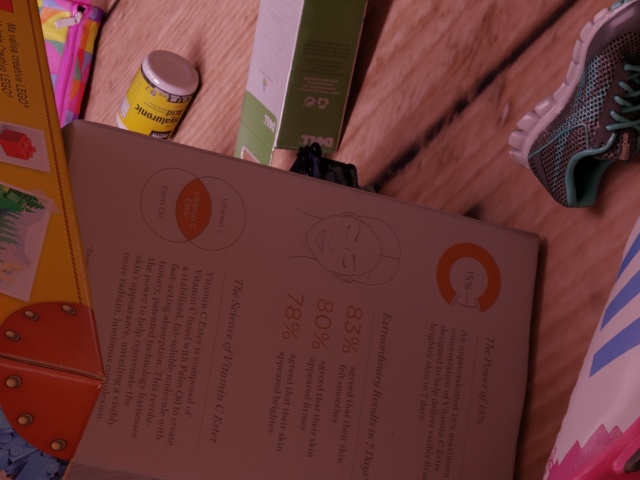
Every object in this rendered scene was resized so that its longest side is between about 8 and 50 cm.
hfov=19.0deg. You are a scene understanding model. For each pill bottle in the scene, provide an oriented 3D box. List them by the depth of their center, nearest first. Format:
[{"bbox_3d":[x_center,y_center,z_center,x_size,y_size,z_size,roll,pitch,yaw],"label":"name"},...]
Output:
[{"bbox_3d":[-0.181,-0.143,2.062,0.116,0.065,0.065,-57,30,36],"label":"pill bottle"}]

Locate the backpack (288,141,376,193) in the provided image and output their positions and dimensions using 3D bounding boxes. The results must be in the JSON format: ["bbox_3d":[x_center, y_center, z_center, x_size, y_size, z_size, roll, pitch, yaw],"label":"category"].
[{"bbox_3d":[0.000,0.000,1.563,0.105,0.084,0.114,-52,29,44],"label":"backpack"}]

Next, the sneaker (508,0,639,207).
[{"bbox_3d":[0.191,-0.087,1.247,0.166,0.065,0.076,-60,45,39],"label":"sneaker"}]

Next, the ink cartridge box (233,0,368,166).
[{"bbox_3d":[-0.021,-0.141,1.700,0.109,0.062,0.209,-133,51,-62],"label":"ink cartridge box"}]

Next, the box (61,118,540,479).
[{"bbox_3d":[-0.047,0.073,1.303,0.168,0.345,0.215,-21,58,63],"label":"box"}]

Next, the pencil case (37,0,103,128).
[{"bbox_3d":[-0.339,-0.197,2.400,0.104,0.104,0.236,-3,75,65],"label":"pencil case"}]

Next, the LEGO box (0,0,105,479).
[{"bbox_3d":[-0.311,0.055,1.228,0.500,0.193,0.372,-109,39,-53],"label":"LEGO box"}]

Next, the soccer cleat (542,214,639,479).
[{"bbox_3d":[0.203,0.078,1.076,0.143,0.116,0.331,-102,34,-73],"label":"soccer cleat"}]
